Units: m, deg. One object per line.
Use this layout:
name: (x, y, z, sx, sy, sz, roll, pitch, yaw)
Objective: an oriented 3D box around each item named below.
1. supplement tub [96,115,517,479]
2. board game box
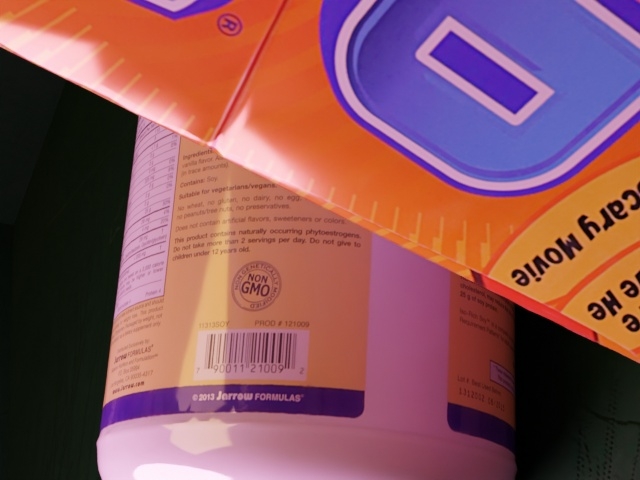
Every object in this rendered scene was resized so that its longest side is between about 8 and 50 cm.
supplement tub: (0.000, 0.000, 0.688, 0.241, 0.241, 0.331, -32, 50, 58)
board game box: (0.070, -0.253, 0.389, 0.356, 0.356, 0.357, -56, 11, 42)
